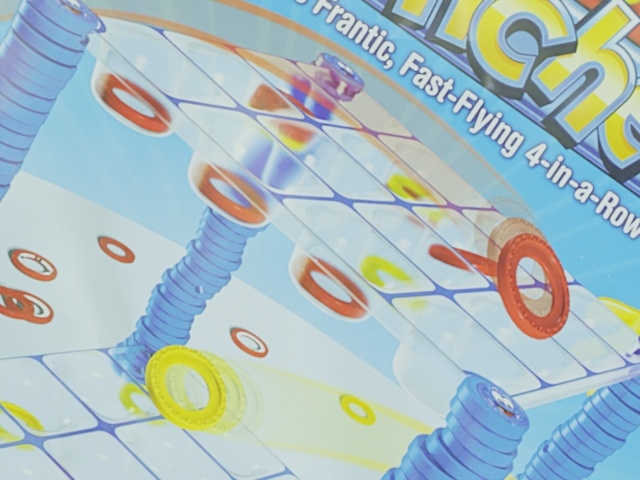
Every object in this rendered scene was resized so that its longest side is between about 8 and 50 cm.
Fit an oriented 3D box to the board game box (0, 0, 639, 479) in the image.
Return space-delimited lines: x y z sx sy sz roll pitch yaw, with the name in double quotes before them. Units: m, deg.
"board game box" 0.000 0.000 0.522 0.302 0.308 0.086 -56 9 2
